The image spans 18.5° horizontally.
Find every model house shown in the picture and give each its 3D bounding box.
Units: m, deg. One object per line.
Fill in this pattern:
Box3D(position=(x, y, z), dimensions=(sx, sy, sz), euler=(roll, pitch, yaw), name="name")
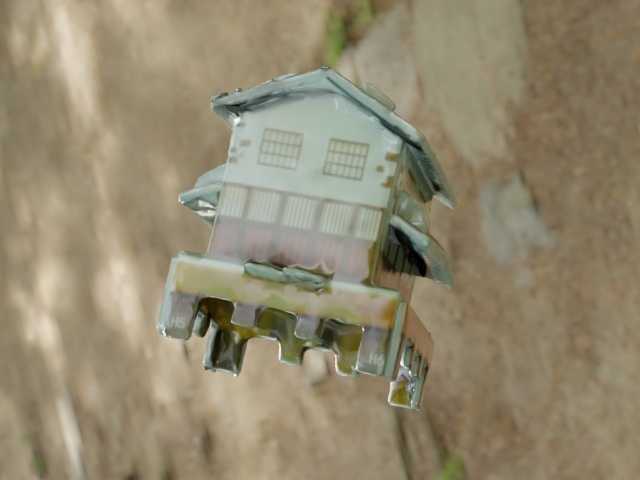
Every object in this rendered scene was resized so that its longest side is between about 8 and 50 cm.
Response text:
Box3D(position=(0.000, 0.000, 1.500), dimensions=(0.224, 0.198, 0.215), euler=(49, -129, -73), name="model house")
